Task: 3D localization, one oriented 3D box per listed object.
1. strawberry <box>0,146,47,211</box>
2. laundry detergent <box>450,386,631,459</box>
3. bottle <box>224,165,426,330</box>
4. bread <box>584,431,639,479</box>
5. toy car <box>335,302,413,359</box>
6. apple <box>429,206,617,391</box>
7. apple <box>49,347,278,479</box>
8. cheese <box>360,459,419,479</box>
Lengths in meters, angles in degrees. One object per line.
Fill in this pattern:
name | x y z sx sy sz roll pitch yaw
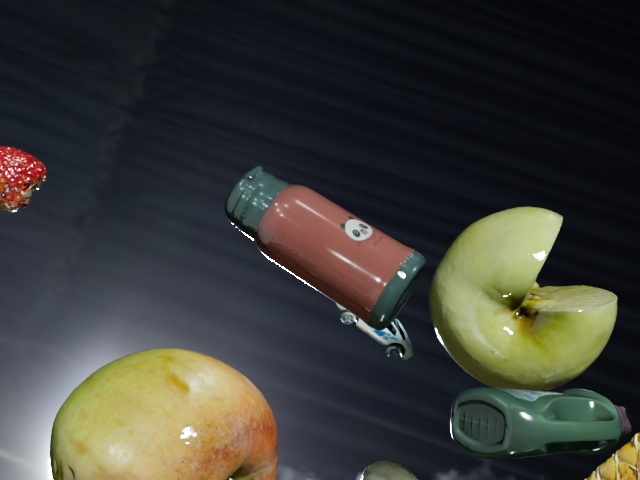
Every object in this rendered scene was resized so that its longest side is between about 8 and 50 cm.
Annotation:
strawberry | -0.395 -0.080 1.536 0.083 0.096 0.083 -39 -144 36
laundry detergent | 0.264 0.202 1.353 0.144 0.222 0.078 -2 -97 62
bottle | 0.000 0.000 2.007 0.144 0.336 0.144 -53 168 -16
bread | 0.446 0.358 1.733 0.188 0.068 0.125 -50 -138 28
toy car | 0.098 0.143 2.243 0.056 0.205 0.095 -46 -156 17
apple | 0.318 0.091 1.939 0.254 0.292 0.291 -47 159 -80
apple | -0.244 0.332 1.897 0.338 0.305 0.338 -34 135 -42
cheese | 0.166 0.485 2.180 0.249 0.071 0.163 9 -67 58
